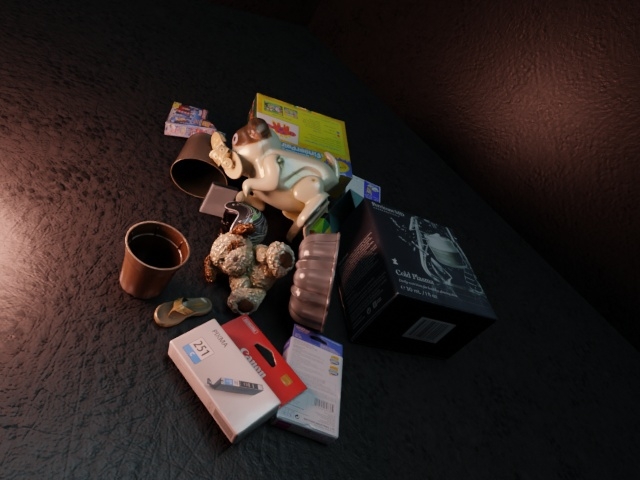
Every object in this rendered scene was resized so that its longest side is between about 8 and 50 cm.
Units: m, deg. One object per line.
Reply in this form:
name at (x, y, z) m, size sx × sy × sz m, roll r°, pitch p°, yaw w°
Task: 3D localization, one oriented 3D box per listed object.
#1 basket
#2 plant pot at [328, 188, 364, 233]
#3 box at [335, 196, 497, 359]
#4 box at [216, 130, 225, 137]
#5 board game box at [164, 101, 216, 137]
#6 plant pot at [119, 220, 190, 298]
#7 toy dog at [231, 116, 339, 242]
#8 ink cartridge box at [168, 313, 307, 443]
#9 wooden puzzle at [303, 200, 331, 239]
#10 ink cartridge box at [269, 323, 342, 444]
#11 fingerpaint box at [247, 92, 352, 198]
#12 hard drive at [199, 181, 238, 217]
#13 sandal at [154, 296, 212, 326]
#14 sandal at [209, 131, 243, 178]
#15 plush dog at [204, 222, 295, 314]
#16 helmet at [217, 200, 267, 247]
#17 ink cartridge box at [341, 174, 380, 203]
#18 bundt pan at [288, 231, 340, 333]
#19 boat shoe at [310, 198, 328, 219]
basket at (-0.441, -0.291, 1.647) m, size 0.204 × 0.154 × 0.227 m, roll 26°, pitch 32°, yaw -28°
plant pot at (0.180, -0.076, 1.932) m, size 0.234 × 0.166 × 0.166 m, roll 23°, pitch 37°, yaw -30°
box at (0.331, 0.149, 1.698) m, size 0.479 × 0.297 × 0.472 m, roll 16°, pitch 38°, yaw -27°
box at (-0.456, -0.426, 1.884) m, size 0.093 × 0.027 × 0.137 m, roll 20°, pitch 39°, yaw -25°
board game box at (-0.526, -0.484, 1.832) m, size 0.194 × 0.060 × 0.194 m, roll 13°, pitch 39°, yaw -15°
plant pot at (-0.465, 0.063, 1.209) m, size 0.166 × 0.165 × 0.167 m, roll 24°, pitch 38°, yaw -20°
toy dog at (-0.151, -0.261, 1.623) m, size 0.407 × 0.284 × 0.395 m, roll 39°, pitch 77°, yaw -3°
ink cartridge box at (-0.206, 0.329, 1.163) m, size 0.261 × 0.066 × 0.296 m, roll -24°, pitch 60°, yaw -42°
wooden puzzle at (0.000, 0.000, 1.635) m, size 0.044 × 0.239 × 0.221 m, roll 9°, pitch 30°, yaw 19°
ink cartridge box at (-0.031, 0.408, 1.287) m, size 0.185 × 0.065 × 0.311 m, roll 26°, pitch 39°, yaw -14°
fingerpaint box at (-0.102, -0.418, 1.992) m, size 0.444 × 0.163 × 0.371 m, roll 11°, pitch 53°, yaw -24°
hard drive at (-0.358, -0.143, 1.558) m, size 0.094 × 0.135 × 0.022 m, roll 14°, pitch 42°, yaw -29°
sandal at (-0.380, 0.188, 1.241) m, size 0.180 × 0.049 × 0.072 m, roll -9°, pitch 56°, yaw -46°
sandal at (-0.355, -0.299, 1.544) m, size 0.079 × 0.088 × 0.240 m, roll 4°, pitch 41°, yaw -42°
plush dog at (-0.236, 0.067, 1.391) m, size 0.225 × 0.262 × 0.210 m, roll 41°, pitch 1°, yaw -12°
helmet at (-0.262, -0.043, 1.508) m, size 0.169 × 0.170 × 0.161 m, roll -9°, pitch 39°, yaw -46°
ink cartridge box at (0.202, -0.214, 2.188) m, size 0.206 × 0.045 × 0.208 m, roll 21°, pitch 52°, yaw -21°
bundt pan at (-0.024, 0.125, 1.417) m, size 0.124 × 0.331 × 0.331 m, roll 9°, pitch 38°, yaw 0°
boat shoe at (-0.013, -0.177, 1.826) m, size 0.104 × 0.113 × 0.307 m, roll -2°, pitch 83°, yaw -52°
